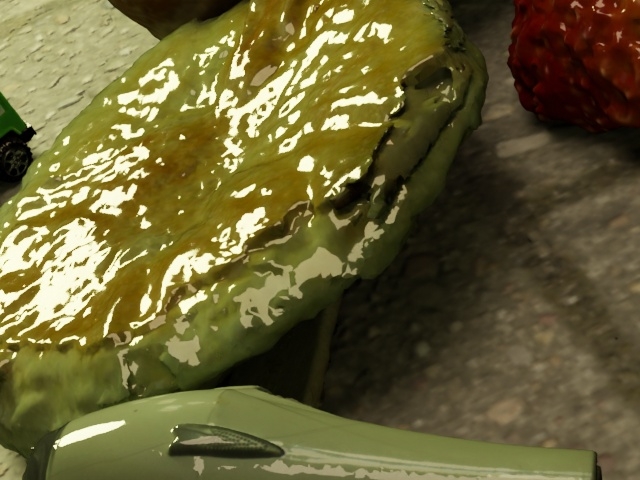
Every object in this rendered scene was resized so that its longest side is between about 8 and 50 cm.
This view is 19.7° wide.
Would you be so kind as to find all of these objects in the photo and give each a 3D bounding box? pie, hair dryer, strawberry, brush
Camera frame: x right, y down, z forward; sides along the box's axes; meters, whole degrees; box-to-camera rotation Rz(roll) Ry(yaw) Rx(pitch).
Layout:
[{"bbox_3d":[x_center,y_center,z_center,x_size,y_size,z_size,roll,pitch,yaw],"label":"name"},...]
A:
[{"bbox_3d":[-0.046,-0.024,0.862,0.306,0.071,0.306,-26,34,19],"label":"pie"},{"bbox_3d":[0.007,0.137,0.672,0.219,0.088,0.225,-17,50,2],"label":"hair dryer"},{"bbox_3d":[0.155,-0.139,0.895,0.175,0.107,0.236,-38,38,-19],"label":"strawberry"},{"bbox_3d":[0.000,0.000,0.877,0.085,0.020,0.336,-8,40,22],"label":"brush"}]

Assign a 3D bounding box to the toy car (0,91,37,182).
[{"bbox_3d":[-0.234,-0.028,1.004,0.071,0.062,0.165,18,53,41],"label":"toy car"}]

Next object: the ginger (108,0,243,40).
[{"bbox_3d":[-0.024,-0.204,1.009,0.304,0.155,0.244,-15,19,33],"label":"ginger"}]
